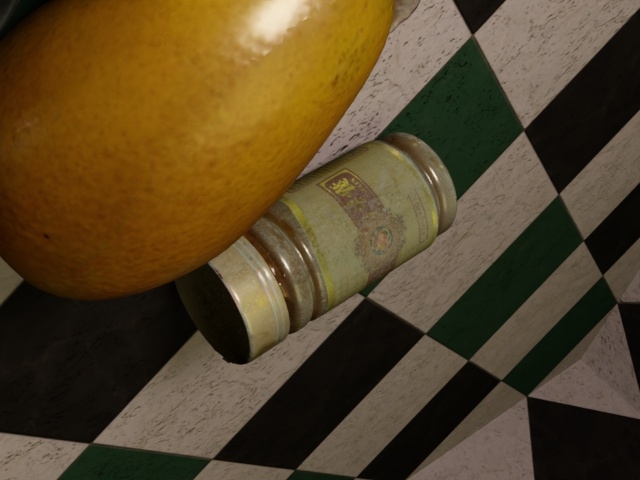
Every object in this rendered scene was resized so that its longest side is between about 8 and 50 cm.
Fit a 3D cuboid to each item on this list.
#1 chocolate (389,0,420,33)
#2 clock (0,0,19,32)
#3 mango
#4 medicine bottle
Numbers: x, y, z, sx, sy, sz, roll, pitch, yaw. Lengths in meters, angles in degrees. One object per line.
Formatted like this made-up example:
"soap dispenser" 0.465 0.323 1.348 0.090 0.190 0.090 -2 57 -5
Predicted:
"chocolate" -0.016 -0.242 0.952 0.157 0.080 0.254 -36 156 17
"clock" -0.277 -0.174 0.699 0.184 0.040 0.184 -36 154 -21
"mango" -0.105 -0.103 0.791 0.378 0.221 0.264 -35 180 22
"medicine bottle" 0.000 0.000 1.258 0.322 0.151 0.151 -31 152 -28
